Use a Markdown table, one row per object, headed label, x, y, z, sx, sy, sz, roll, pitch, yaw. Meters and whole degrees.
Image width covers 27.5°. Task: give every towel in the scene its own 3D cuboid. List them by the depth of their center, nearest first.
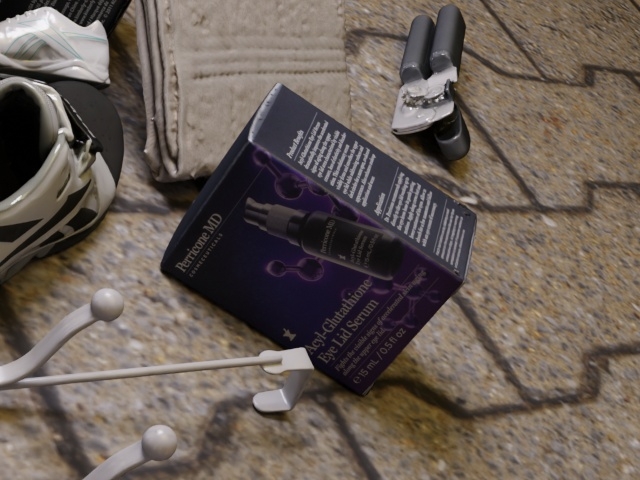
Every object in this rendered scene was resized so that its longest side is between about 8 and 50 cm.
| label | x | y | z | sx | sy | sz | roll | pitch | yaw |
| --- | --- | --- | --- | --- | --- | --- | --- | --- | --- |
| towel | -0.064 | -0.155 | 1.207 | 0.282 | 0.049 | 0.187 | -10 | 99 | -53 |

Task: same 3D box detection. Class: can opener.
| label | x | y | z | sx | sy | sz | roll | pitch | yaw |
| --- | --- | --- | --- | --- | --- | --- | --- | --- | --- |
| can opener | 0.132 | -0.186 | 1.528 | 0.280 | 0.074 | 0.093 | -79 | 147 | -53 |

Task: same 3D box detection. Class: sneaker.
| label | x | y | z | sx | sy | sz | roll | pitch | yaw |
| --- | --- | --- | --- | --- | --- | --- | --- | --- | --- |
| sneaker | -0.210 | -0.063 | 0.950 | 0.122 | 0.146 | 0.330 | 34 | 31 | -3 |
| sneaker | -0.249 | -0.165 | 1.094 | 0.152 | 0.053 | 0.061 | 7 | 82 | -29 |

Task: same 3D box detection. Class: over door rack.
| label | x | y | z | sx | sy | sz | roll | pitch | yaw |
| --- | --- | --- | --- | --- | --- | --- | --- | --- | --- |
| over door rack | -0.085 | 0.154 | 0.831 | 0.324 | 0.108 | 0.240 | 8 | 44 | -39 |

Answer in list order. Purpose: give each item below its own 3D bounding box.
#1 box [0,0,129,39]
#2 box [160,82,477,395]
| label | x | y | z | sx | sy | sz | roll | pitch | yaw |
| --- | --- | --- | --- | --- | --- | --- | --- | --- | --- |
| box | -0.282 | -0.294 | 1.166 | 0.270 | 0.143 | 0.165 | 32 | 33 | -11 |
| box | 0.000 | 0.000 | 1.067 | 0.207 | 0.153 | 0.108 | 32 | 33 | -8 |
